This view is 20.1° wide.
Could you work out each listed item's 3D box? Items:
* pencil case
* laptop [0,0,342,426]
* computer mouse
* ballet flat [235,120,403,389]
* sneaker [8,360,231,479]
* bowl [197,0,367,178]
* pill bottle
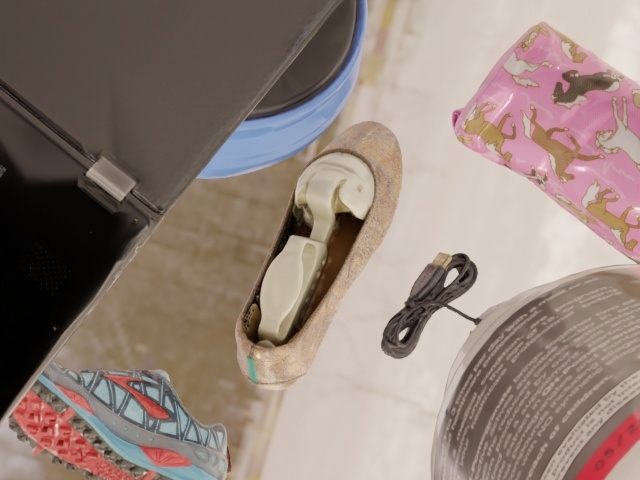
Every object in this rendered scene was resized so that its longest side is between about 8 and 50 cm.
[{"bbox_3d":[0.328,-0.068,1.911,0.167,0.386,0.160,-51,-8,-8],"label":"pencil case"},{"bbox_3d":[-0.244,-0.149,1.280,0.408,0.382,0.236,-49,3,35],"label":"laptop"},{"bbox_3d":[0.152,0.089,1.422,0.106,0.193,0.042,-55,-12,-29],"label":"computer mouse"},{"bbox_3d":[0.000,0.000,1.823,0.106,0.107,0.316,61,-134,-62],"label":"ballet flat"},{"bbox_3d":[-0.203,0.174,1.787,0.104,0.262,0.125,-33,28,45],"label":"sneaker"},{"bbox_3d":[-0.134,-0.246,1.745,0.077,0.391,0.391,126,163,-53],"label":"bowl"},{"bbox_3d":[0.140,0.105,0.707,0.318,0.176,0.176,-132,58,-79],"label":"pill bottle"}]
